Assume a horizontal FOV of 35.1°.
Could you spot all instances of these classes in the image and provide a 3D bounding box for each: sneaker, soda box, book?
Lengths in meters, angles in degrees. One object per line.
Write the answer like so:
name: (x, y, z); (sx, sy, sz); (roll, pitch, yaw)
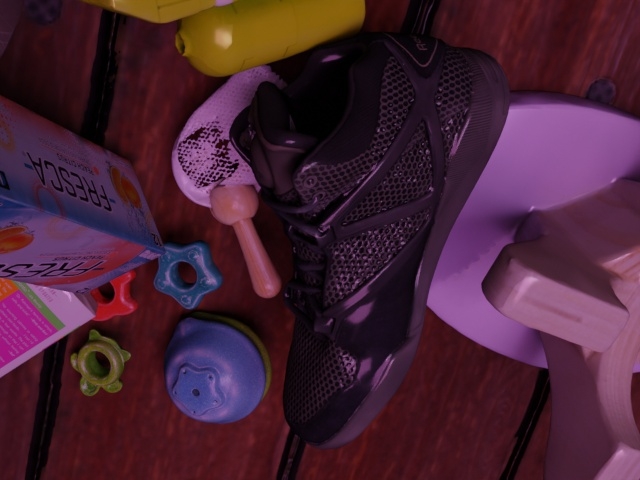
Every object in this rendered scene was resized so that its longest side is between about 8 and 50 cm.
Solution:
sneaker: (0.000, 0.000, 0.517); (0.130, 0.087, 0.227); (9, 110, -33)
soda box: (-0.144, -0.020, 0.490); (0.058, 0.183, 0.063); (-26, 75, 11)
book: (-0.215, 0.043, 0.581); (0.144, 0.035, 0.096); (-32, 111, 6)

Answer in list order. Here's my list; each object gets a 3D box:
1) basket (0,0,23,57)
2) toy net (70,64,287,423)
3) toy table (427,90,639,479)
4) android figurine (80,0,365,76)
basket: (-0.234, -0.136, 0.379); (0.204, 0.154, 0.227); (-22, 159, 16)
toy net: (-0.072, 0.001, 0.597); (0.122, 0.045, 0.232); (20, 110, 10)
toy table: (0.177, 0.031, 0.598); (0.274, 0.161, 0.252); (9, 114, -18)
android figurine: (-0.037, -0.194, 0.438); (0.273, 0.056, 0.248); (-26, 123, -30)
